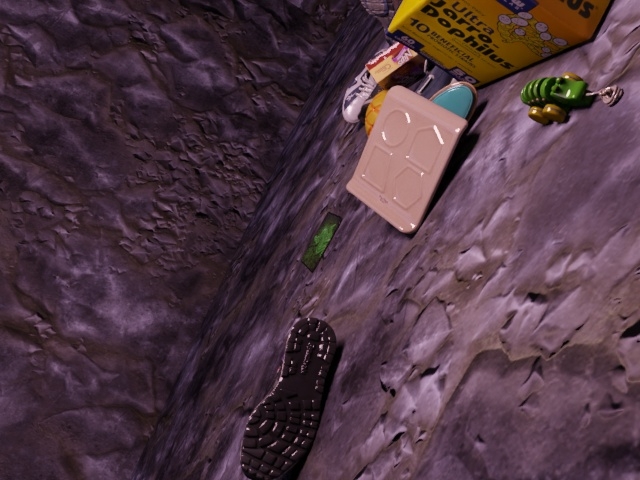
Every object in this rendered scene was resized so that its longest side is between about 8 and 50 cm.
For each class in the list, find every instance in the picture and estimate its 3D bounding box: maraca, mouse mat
[{"bbox_3d":[0.144,-0.237,1.484,0.127,0.099,0.185,-105,20,-85],"label":"maraca"},{"bbox_3d":[0.000,0.000,1.740,0.152,0.007,0.190,-61,13,1],"label":"mouse mat"}]

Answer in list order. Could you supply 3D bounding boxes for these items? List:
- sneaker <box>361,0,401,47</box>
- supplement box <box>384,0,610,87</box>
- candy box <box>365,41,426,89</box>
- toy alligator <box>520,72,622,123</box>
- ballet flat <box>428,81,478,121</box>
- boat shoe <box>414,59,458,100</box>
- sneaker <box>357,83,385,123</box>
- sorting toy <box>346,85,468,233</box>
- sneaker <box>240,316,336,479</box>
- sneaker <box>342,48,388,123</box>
[{"bbox_3d":[0.190,-0.573,1.670,0.111,0.297,0.129,30,80,39],"label":"sneaker"},{"bbox_3d":[0.273,-0.390,1.053,0.195,0.194,0.356,-62,12,-5],"label":"supplement box"},{"bbox_3d":[0.174,-0.374,1.498,0.109,0.053,0.187,-33,-9,16],"label":"candy box"},{"bbox_3d":[0.293,-0.182,0.850,0.056,0.051,0.190,-62,12,0],"label":"toy alligator"},{"bbox_3d":[0.197,-0.186,1.213,0.232,0.080,0.073,-50,-14,32],"label":"ballet flat"},{"bbox_3d":[0.239,-0.346,1.367,0.254,0.079,0.095,-65,7,-21],"label":"boat shoe"},{"bbox_3d":[0.158,-0.360,1.716,0.118,0.083,0.222,-62,11,-5],"label":"sneaker"},{"bbox_3d":[0.146,-0.140,1.182,0.193,0.038,0.208,42,113,44],"label":"sorting toy"},{"bbox_3d":[-0.050,0.279,1.170,0.124,0.107,0.283,111,-175,-60],"label":"sneaker"},{"bbox_3d":[0.142,-0.434,1.914,0.235,0.094,0.153,-51,4,1],"label":"sneaker"}]
